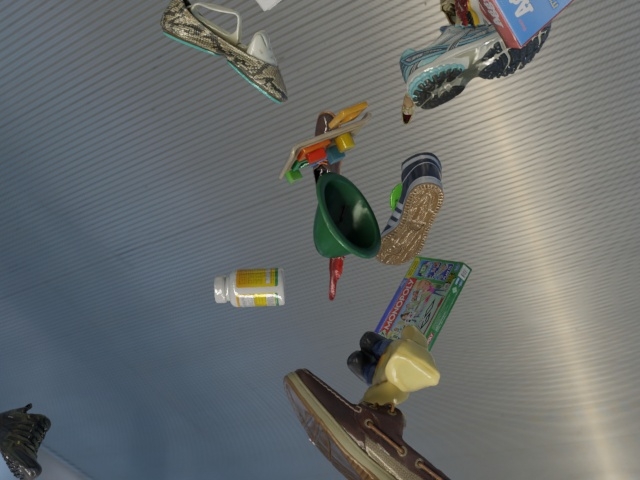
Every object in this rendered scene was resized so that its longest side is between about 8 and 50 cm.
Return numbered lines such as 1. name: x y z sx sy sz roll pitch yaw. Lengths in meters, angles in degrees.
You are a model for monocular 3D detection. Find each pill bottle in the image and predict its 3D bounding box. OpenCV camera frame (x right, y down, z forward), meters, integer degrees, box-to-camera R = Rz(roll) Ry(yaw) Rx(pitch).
1. pill bottle: -0.215 0.145 1.569 0.209 0.117 0.117 -3 130 -2

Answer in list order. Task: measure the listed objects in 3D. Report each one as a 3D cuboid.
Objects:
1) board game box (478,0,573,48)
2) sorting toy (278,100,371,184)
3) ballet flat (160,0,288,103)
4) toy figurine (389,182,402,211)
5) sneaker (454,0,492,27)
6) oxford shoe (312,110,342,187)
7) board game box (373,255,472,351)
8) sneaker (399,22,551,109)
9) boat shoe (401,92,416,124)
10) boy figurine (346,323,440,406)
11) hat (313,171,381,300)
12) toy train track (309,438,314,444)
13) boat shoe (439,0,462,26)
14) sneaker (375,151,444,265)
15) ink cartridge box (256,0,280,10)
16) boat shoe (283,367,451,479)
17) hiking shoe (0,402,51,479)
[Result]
1. board game box: 0.130 -0.303 0.374 0.145 0.027 0.281 -42 115 5
2. sorting toy: 0.010 -0.190 1.095 0.196 0.348 0.047 -28 88 -16
3. ballet flat: -0.286 -0.644 1.668 0.483 0.164 0.182 31 112 -5
4. toy figurine: 0.278 -0.116 1.456 0.130 0.159 0.173 19 124 17
5. sneaker: 0.402 -0.586 1.297 0.093 0.225 0.088 -4 170 -10
6. oxford shoe: 0.022 -0.257 1.573 0.097 0.098 0.271 1 108 16
7. board game box: 0.289 0.198 1.506 0.046 0.317 0.214 37 166 -26
8. sneaker: 0.276 -0.357 0.933 0.283 0.122 0.110 -22 154 0
9. boat shoe: 0.311 -0.462 1.808 0.050 0.045 0.135 20 157 21
10. boy figurine: 0.123 0.225 0.903 0.092 0.177 0.285 36 169 -1
11. hat: 0.000 0.000 1.003 0.184 0.208 0.173 -32 163 34
12. toy train track: -0.026 0.441 1.208 0.014 0.048 0.083 -11 86 -10
13. boat shoe: 0.376 -0.673 1.470 0.072 0.189 0.068 1 143 -25
14. sneaker: 0.203 -0.073 1.173 0.099 0.153 0.282 15 138 -7
15. ink cartridge box: -0.149 -0.806 1.330 0.223 0.129 0.307 -29 119 25
16. boat shoe: 0.087 0.313 0.795 0.342 0.123 0.123 39 149 23
17. hiking shoe: -0.670 0.446 1.166 0.227 0.114 0.086 26 130 37
